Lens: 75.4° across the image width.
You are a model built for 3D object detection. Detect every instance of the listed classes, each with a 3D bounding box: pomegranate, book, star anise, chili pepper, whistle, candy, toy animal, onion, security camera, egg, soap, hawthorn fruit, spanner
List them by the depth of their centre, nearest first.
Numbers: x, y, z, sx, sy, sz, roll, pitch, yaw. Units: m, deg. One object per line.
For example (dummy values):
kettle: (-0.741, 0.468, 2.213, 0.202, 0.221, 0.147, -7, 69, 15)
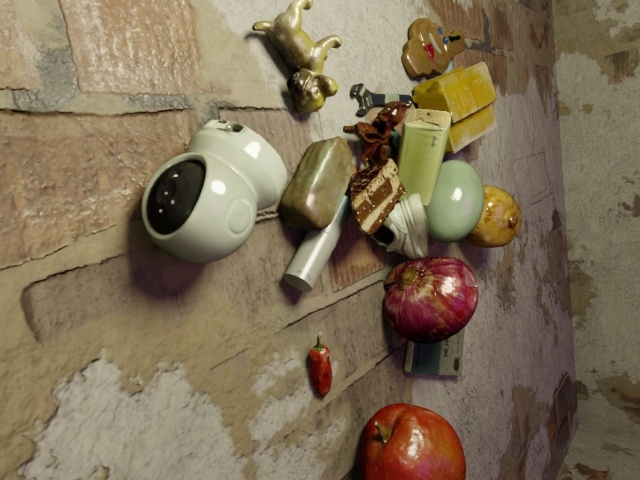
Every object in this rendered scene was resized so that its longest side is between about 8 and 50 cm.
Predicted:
security camera: (-0.190, -0.069, 0.720, 0.194, 0.195, 0.236, 50, 60, -34)
toy animal: (-0.034, -0.417, 0.939, 0.168, 0.121, 0.233, -49, 121, -21)
candy: (-0.003, -0.134, 0.970, 0.102, 0.104, 0.234, 45, 59, -38)
chili pepper: (0.001, 0.308, 1.013, 0.059, 0.050, 0.191, -27, 121, -46)
hawthorn fruit: (0.223, 0.561, 1.094, 0.330, 0.287, 0.287, 51, 56, -27)
star anise: (0.160, -0.298, 1.131, 0.196, 0.111, 0.212, -44, 151, 4)
onion: (0.324, 0.184, 1.208, 0.272, 0.256, 0.230, 27, 56, -12)
spanner: (0.193, -0.415, 1.240, 0.316, 0.024, 0.087, -17, 103, -46)
whistle: (0.227, -0.311, 1.260, 0.186, 0.039, 0.039, 42, 61, -38)
egg: (0.425, -0.128, 1.347, 0.203, 0.203, 0.282, 31, 65, -42)
soap: (0.468, -0.444, 1.410, 0.281, 0.143, 0.259, -34, 111, -31)
book: (0.417, 0.339, 1.459, 0.379, 0.031, 0.264, 20, 74, -45)
pomegranate: (0.623, -0.086, 1.536, 0.248, 0.248, 0.248, 0, 90, -46)

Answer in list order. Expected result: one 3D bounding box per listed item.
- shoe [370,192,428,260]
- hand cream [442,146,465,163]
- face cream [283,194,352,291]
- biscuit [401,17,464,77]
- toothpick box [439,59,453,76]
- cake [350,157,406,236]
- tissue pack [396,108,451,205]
shoe: (0.225, -0.014, 1.204, 0.316, 0.159, 0.124, 73, 7, -57)
hand cream: (0.503, -0.377, 1.533, 0.341, 0.078, 0.124, -34, 113, -36)
face cream: (0.000, 0.000, 0.993, 0.077, 0.077, 0.250, 49, 57, -34)
biscuit: (0.384, -0.649, 1.383, 0.320, 0.047, 0.183, -22, 101, -33)
toothpick box: (0.448, -0.621, 1.483, 0.052, 0.052, 0.083, -25, 109, -44)
cake: (0.107, -0.098, 1.055, 0.246, 0.135, 0.112, -50, 117, -41)
tissue pack: (0.286, -0.241, 1.181, 0.159, 0.125, 0.234, -59, 157, -54)
